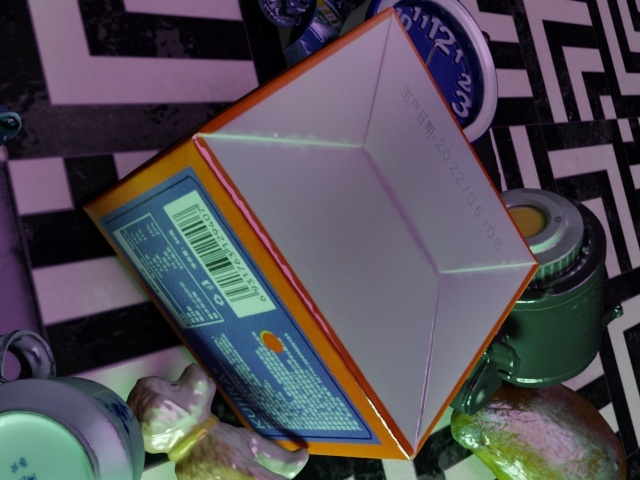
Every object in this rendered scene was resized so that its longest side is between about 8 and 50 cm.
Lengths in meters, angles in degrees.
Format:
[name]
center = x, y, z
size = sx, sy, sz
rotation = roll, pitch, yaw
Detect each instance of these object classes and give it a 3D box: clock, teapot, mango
[clock]
center = 0.130, -0.220, 0.886
size = 0.231, 0.083, 0.230
rotation = 11, 70, -33
[teapot]
center = -0.225, 0.184, 0.591
size = 0.159, 0.159, 0.231
rotation = -29, 88, -41
[mango]
center = 0.326, 0.304, 1.017
size = 0.317, 0.146, 0.192
rotation = 26, 62, -17

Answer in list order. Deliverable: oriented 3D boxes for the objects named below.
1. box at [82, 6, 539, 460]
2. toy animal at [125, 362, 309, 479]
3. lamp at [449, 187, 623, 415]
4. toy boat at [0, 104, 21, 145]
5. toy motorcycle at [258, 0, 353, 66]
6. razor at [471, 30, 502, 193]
[box]
center = 0.000, 0.000, 0.736
size = 0.348, 0.257, 0.318
rotation = 56, 49, -14
[toy animal]
center = -0.138, 0.232, 0.672
size = 0.185, 0.184, 0.104
rotation = 39, 14, -6
[lamp]
center = 0.296, 0.055, 0.948
size = 0.374, 0.205, 0.272
rotation = -30, 131, -38
[toy boat]
center = -0.329, -0.077, 0.606
size = 0.061, 0.060, 0.137
rotation = 45, 48, 4
[toy motorcycle]
center = 0.015, -0.248, 0.918
size = 0.135, 0.092, 0.254
rotation = -41, 104, -40
[razor]
center = 0.188, -0.193, 1.037
size = 0.189, 0.107, 0.326
rotation = 6, 76, -37
